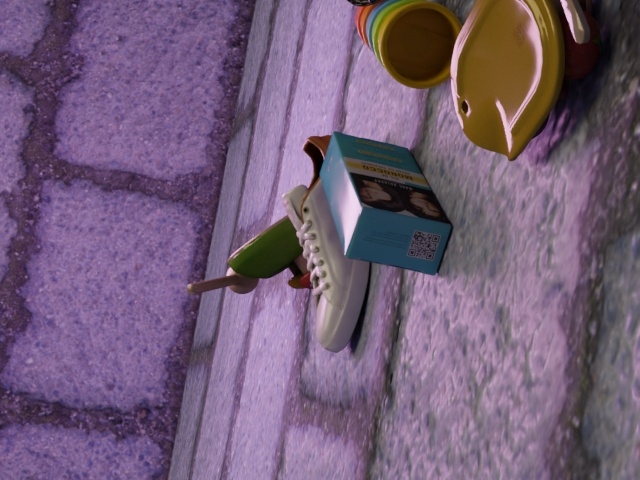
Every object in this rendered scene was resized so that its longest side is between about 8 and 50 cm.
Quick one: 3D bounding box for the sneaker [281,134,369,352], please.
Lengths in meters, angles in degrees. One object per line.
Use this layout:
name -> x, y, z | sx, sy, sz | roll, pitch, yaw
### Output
sneaker -> 0.000, 0.000, 1.466 | 0.106, 0.123, 0.290 | 137, 141, -67

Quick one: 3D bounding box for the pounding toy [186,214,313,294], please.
pounding toy -> -0.055, 0.040, 1.683 | 0.237, 0.110, 0.183 | -35, -4, 20

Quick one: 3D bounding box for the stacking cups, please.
stacking cups -> 0.090, -0.246, 1.351 | 0.316, 0.096, 0.096 | -118, 41, -74

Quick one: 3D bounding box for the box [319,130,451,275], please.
box -> 0.066, -0.047, 1.247 | 0.244, 0.101, 0.060 | -106, 31, -65

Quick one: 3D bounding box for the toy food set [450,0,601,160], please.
toy food set -> 0.182, -0.156, 0.919 | 0.218, 0.071, 0.128 | 117, 136, -58

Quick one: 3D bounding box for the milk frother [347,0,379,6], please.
milk frother -> 0.088, -0.365, 1.347 | 0.129, 0.135, 0.143 | 58, 142, 26
